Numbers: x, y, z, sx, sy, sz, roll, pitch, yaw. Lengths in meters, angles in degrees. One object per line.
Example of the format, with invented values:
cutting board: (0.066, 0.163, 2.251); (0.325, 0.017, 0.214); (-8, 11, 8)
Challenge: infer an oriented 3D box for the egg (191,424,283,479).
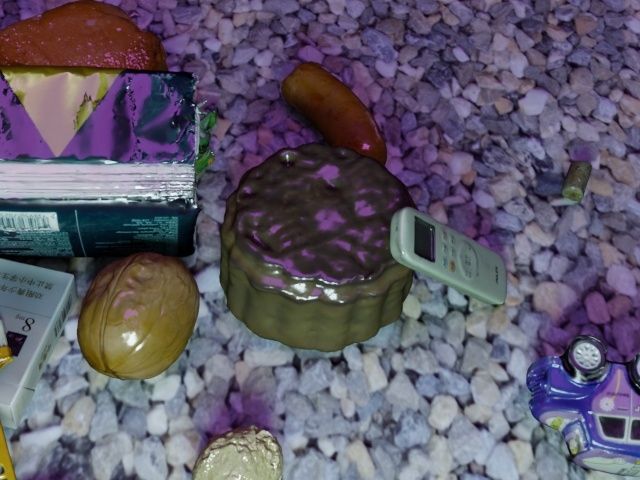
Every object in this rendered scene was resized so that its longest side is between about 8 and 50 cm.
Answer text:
egg: (-0.110, 0.309, 1.307); (0.118, 0.116, 0.140); (42, 83, 0)

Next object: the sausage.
sausage: (0.034, -0.213, 1.775); (0.109, 0.109, 0.270); (-21, 55, -22)

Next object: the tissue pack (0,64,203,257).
tissue pack: (-0.387, -0.111, 1.509); (0.417, 0.264, 0.253); (1, 72, -6)

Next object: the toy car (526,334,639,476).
toy car: (0.406, 0.244, 1.399); (0.235, 0.172, 0.158); (10, 64, 7)

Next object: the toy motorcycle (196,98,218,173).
toy motorcycle: (-0.233, -0.179, 1.735); (0.106, 0.074, 0.190); (12, 48, -9)

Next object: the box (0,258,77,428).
box: (-0.470, 0.143, 1.437); (0.155, 0.067, 0.243); (12, 50, 6)

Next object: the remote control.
remote control: (0.198, 0.028, 1.500); (0.038, 0.309, 0.090); (-10, 67, 37)

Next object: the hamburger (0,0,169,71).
hamburger: (-0.420, -0.303, 1.749); (0.314, 0.170, 0.290); (-33, 63, -30)

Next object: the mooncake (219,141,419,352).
mooncake: (-0.002, 0.001, 1.534); (0.324, 0.187, 0.324); (3, 52, -4)

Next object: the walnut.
walnut: (-0.263, 0.107, 1.430); (0.167, 0.167, 0.207); (14, 49, 5)

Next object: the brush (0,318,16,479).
brush: (-0.450, 0.224, 1.319); (0.103, 0.013, 0.272); (-15, 54, -17)

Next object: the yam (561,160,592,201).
yam: (0.459, -0.109, 1.770); (0.043, 0.043, 0.094); (20, 51, 10)
